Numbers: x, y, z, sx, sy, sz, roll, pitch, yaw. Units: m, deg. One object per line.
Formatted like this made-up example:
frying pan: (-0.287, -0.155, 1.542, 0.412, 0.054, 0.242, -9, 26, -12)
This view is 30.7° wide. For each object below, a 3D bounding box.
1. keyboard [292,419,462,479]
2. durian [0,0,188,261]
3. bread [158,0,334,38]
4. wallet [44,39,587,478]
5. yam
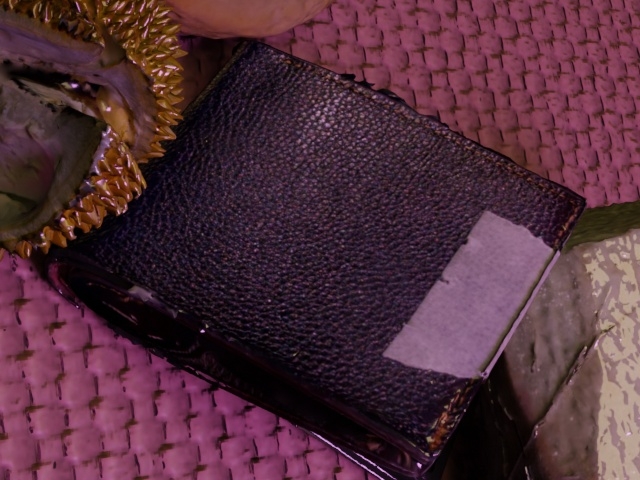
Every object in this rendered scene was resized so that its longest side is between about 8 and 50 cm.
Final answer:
keyboard: (-0.002, 0.085, 0.773, 0.230, 0.025, 0.094, 37, 58, -16)
durian: (-0.180, -0.103, 0.655, 0.237, 0.193, 0.138, 44, 28, 6)
bread: (-0.065, -0.239, 0.777, 0.244, 0.134, 0.244, 8, 74, -30)
wallet: (0.000, 0.000, 0.708, 0.262, 0.071, 0.221, 25, 54, 18)
yam: (0.188, 0.112, 0.778, 0.202, 0.201, 0.271, -9, 84, -13)
